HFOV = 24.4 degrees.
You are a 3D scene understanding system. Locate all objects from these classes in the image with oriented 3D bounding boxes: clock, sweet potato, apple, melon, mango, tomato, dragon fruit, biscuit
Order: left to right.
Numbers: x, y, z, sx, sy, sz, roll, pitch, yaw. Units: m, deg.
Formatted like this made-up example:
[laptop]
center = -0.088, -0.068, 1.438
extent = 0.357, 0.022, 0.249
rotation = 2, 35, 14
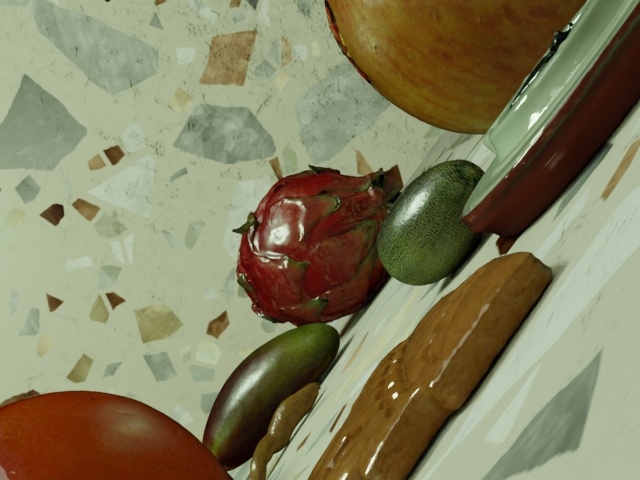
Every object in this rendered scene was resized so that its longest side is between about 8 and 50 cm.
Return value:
[tomato]
center = -0.208, 0.281, 1.264
extent = 0.321, 0.321, 0.321
rotation = -54, 1, 2
[mango]
center = -0.077, 0.216, 2.128
extent = 0.267, 0.111, 0.133
rotation = -49, -10, 7
[sweet potato]
center = -0.052, 0.249, 1.929
extent = 0.179, 0.044, 0.044
rotation = -53, 1, -34
[dragon fruit]
center = 0.000, 0.000, 2.273
extent = 0.299, 0.244, 0.244
rotation = -44, 2, 6
[biscuit]
center = 0.067, 0.110, 1.097
extent = 0.306, 0.043, 0.284
rotation = -53, 2, 33
[melon]
center = 0.119, -0.019, 1.526
extent = 0.162, 0.099, 0.099
rotation = -54, 1, 40
[apple]
center = 0.201, -0.313, 1.788
extent = 0.400, 0.333, 0.400
rotation = -38, 16, 13
[clock]
center = 0.224, -0.140, 1.334
extent = 0.318, 0.080, 0.318
rotation = -53, 2, 3

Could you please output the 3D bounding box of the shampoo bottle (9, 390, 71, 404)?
[shampoo bottle]
center = -0.284, 0.335, 1.670
extent = 0.322, 0.322, 0.317
rotation = -54, 9, -5
